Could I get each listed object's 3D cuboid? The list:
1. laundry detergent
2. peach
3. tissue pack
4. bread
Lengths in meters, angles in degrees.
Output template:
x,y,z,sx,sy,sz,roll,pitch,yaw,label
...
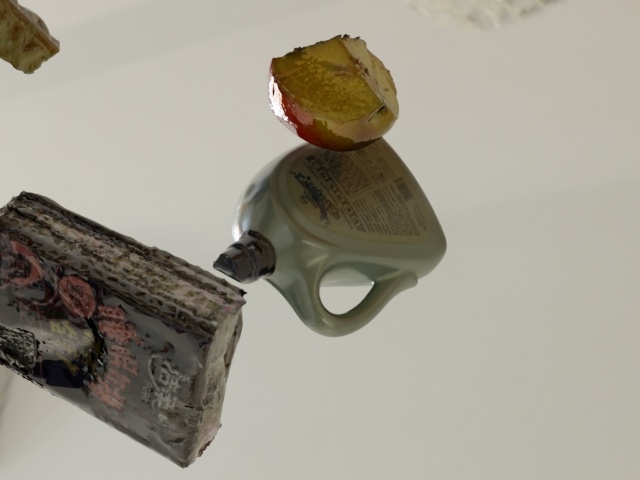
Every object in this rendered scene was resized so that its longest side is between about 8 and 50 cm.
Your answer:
x,y,z,sx,sy,sz,roll,pitch,yaw,label
0.000,0.000,1.926,0.105,0.280,0.215,-36,-94,46,laundry detergent
0.011,-0.155,1.891,0.118,0.151,0.151,-42,-138,31,peach
-0.255,0.107,2.059,0.332,0.245,0.123,26,-139,15,tissue pack
-0.473,-0.328,2.440,0.088,0.232,0.128,-43,-151,25,bread
